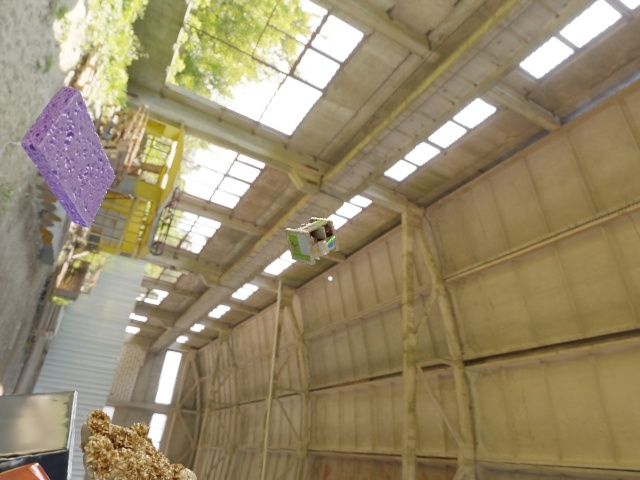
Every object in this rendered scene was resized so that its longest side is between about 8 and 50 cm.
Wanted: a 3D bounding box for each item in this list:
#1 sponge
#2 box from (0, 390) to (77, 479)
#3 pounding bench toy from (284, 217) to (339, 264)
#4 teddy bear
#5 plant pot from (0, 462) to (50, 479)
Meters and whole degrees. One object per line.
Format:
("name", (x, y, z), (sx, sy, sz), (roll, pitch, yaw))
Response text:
("sponge", (-0.387, -0.123, 0.687), (0.210, 0.031, 0.117), (105, -3, -59))
("box", (-0.808, 0.690, 1.097), (0.480, 0.298, 0.471), (-2, -95, 62))
("pounding bench toy", (0.000, 0.000, 0.665), (0.083, 0.065, 0.052), (9, -62, 48))
("teddy bear", (-0.364, 0.476, 0.896), (0.113, 0.338, 0.245), (-41, -166, -19))
("plant pot", (-0.481, 0.490, 0.537), (0.267, 0.236, 0.267), (29, -97, 28))
